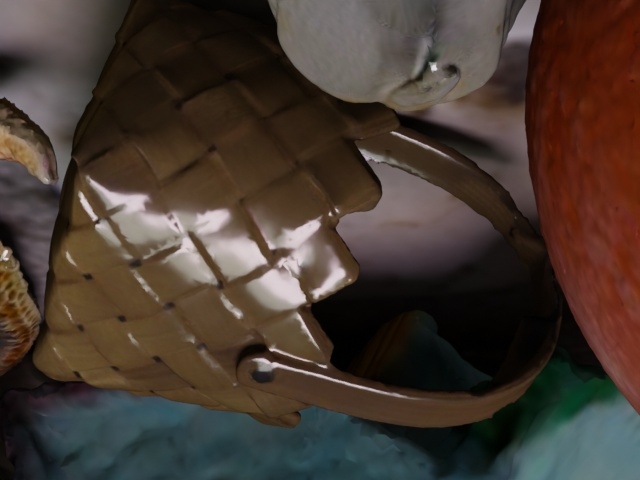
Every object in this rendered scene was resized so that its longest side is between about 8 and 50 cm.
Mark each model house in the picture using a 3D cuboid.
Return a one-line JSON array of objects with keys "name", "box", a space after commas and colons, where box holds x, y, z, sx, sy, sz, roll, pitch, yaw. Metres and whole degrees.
[{"name": "model house", "box": [0.019, 0.136, 0.727, 0.230, 0.249, 0.280, -53, 139, -6]}]

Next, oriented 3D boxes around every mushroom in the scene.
[{"name": "mushroom", "box": [0.043, -0.135, 0.402, 0.096, 0.099, 0.278, 3, 142, -15]}]

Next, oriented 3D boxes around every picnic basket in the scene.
[{"name": "picnic basket", "box": [0.000, 0.000, 0.555, 0.179, 0.128, 0.137, 18, 140, -5]}]

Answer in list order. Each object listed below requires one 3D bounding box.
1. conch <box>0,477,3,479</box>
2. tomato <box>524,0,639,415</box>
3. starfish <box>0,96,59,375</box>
[{"name": "conch", "box": [-0.196, 0.170, 0.706, 0.203, 0.169, 0.386, 9, 170, 9]}, {"name": "tomato", "box": [0.189, -0.024, 0.414, 0.265, 0.264, 0.265, 0, 145, 0]}, {"name": "starfish", "box": [-0.181, -0.005, 0.609, 0.216, 0.071, 0.238, -18, 152, 14]}]
